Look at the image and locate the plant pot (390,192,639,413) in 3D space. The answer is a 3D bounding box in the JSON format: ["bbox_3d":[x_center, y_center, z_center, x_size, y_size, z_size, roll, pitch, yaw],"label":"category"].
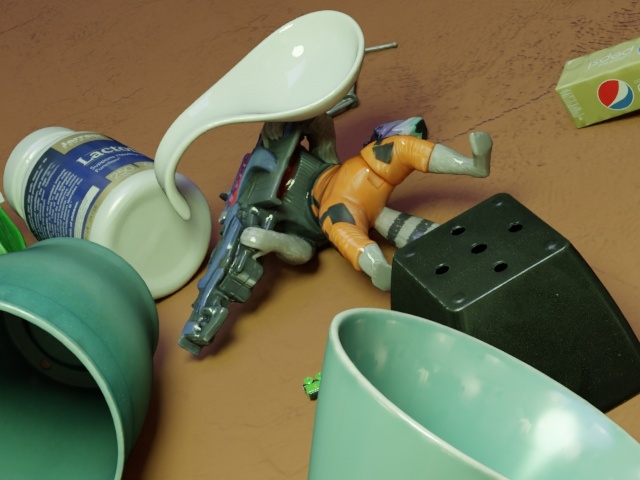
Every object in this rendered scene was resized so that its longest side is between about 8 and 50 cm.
[{"bbox_3d":[0.166,0.071,1.619,0.188,0.167,0.187,-30,33,-10],"label":"plant pot"}]

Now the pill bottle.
[{"bbox_3d":[-0.254,-0.040,2.033,0.153,0.153,0.264,-37,36,-21],"label":"pill bottle"}]

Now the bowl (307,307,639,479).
[{"bbox_3d":[0.114,0.202,1.393,0.163,0.311,0.311,-64,32,14],"label":"bowl"}]

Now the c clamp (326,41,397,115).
[{"bbox_3d":[0.021,-0.201,2.225,0.137,0.022,0.161,-10,34,18],"label":"c clamp"}]

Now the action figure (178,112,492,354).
[{"bbox_3d":[0.000,0.000,1.879,0.330,0.178,0.341,11,70,50],"label":"action figure"}]

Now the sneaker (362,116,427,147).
[{"bbox_3d":[0.076,-0.110,2.052,0.069,0.038,0.098,0,29,32],"label":"sneaker"}]

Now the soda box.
[{"bbox_3d":[0.355,-0.186,1.941,0.181,0.058,0.061,-16,30,33],"label":"soda box"}]

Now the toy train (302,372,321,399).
[{"bbox_3d":[0.022,0.135,1.747,0.083,0.017,0.024,-22,43,0],"label":"toy train"}]

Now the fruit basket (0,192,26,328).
[{"bbox_3d":[-0.487,0.098,2.013,0.353,0.165,0.327,-39,33,2],"label":"fruit basket"}]

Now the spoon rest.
[{"bbox_3d":[-0.069,-0.141,1.850,0.276,0.084,0.137,-41,45,5],"label":"spoon rest"}]

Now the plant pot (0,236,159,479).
[{"bbox_3d":[-0.281,0.124,1.734,0.271,0.272,0.255,-10,21,18],"label":"plant pot"}]
